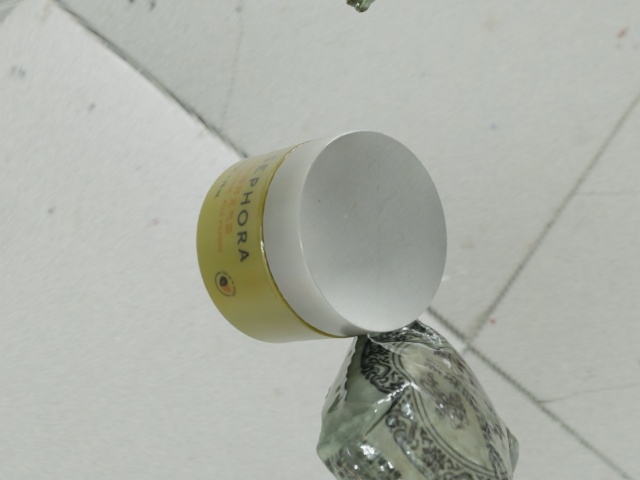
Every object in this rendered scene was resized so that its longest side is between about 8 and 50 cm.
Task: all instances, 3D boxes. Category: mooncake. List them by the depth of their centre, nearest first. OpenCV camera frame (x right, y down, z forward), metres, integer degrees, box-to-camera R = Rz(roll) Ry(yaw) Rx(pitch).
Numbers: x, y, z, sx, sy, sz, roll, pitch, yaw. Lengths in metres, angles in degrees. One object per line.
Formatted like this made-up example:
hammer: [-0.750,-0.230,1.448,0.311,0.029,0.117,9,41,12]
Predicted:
mooncake: [0.114,0.219,1.618,0.136,0.250,0.254,-40,99,23]

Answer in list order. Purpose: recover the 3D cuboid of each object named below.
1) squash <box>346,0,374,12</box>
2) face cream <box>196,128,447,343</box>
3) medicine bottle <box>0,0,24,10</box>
squash: [0.037,-0.258,1.364,0.105,0.105,0.132,43,53,-9]
face cream: [0.000,0.000,1.640,0.218,0.179,0.218,8,78,-41]
medicine bottle: [-0.102,-0.217,0.687,0.170,0.170,0.293,56,44,-4]
